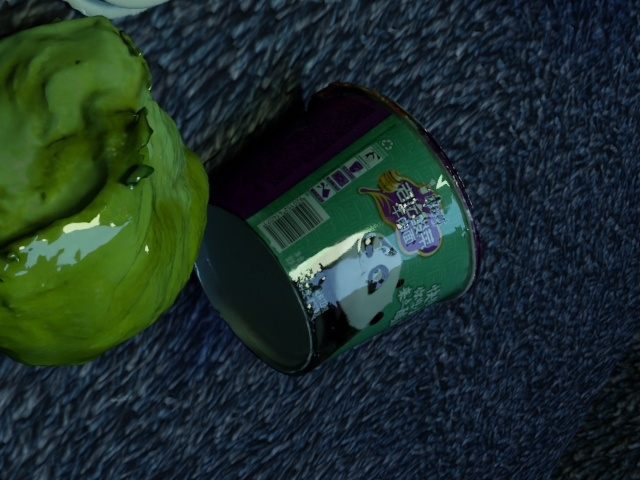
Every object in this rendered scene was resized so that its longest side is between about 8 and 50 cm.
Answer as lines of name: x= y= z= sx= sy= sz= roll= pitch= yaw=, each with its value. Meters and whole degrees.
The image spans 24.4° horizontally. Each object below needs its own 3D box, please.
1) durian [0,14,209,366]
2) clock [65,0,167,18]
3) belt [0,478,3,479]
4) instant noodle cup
durian: x=-0.186 y=-0.024 z=1.106 sx=0.256 sy=0.204 sz=0.340 roll=-62 pitch=156 yaw=-21
clock: x=-0.119 y=-0.274 z=1.132 sx=0.236 sy=0.053 sz=0.236 roll=-42 pitch=148 yaw=-33
belt: x=-0.338 y=0.273 z=1.212 sx=0.218 sy=0.128 sz=0.122 roll=-47 pitch=149 yaw=-26
instant noodle cup: x=0.000 y=0.000 z=1.416 sx=0.190 sy=0.251 sz=0.251 roll=-34 pitch=144 yaw=-27
